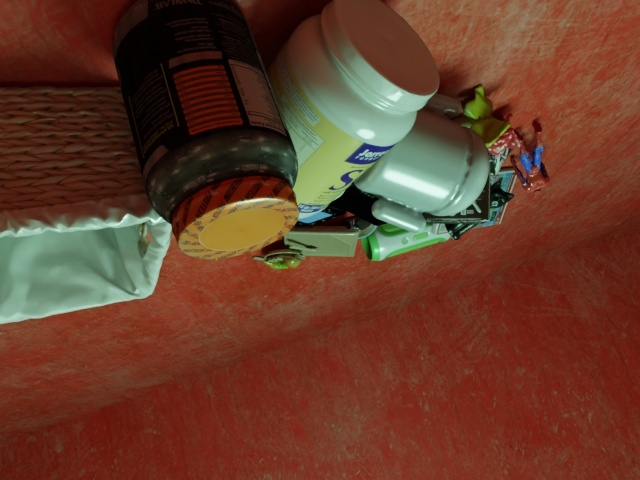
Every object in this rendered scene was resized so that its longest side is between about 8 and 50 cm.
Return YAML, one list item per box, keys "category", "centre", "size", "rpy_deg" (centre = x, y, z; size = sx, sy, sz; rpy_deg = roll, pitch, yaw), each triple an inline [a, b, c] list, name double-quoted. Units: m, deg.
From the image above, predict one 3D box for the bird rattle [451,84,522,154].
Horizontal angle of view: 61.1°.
- category: "bird rattle"
  centre: [0.368, -0.271, 1.327]
  size: [0.206, 0.143, 0.253]
  rpy_deg: [-16, 175, 22]

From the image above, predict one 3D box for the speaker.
- category: "speaker"
  centre: [0.289, -0.024, 1.794]
  size: [0.296, 0.131, 0.131]
  rpy_deg: [-16, 159, -10]

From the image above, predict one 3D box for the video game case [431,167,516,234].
- category: "video game case"
  centre: [0.492, -0.126, 1.727]
  size: [0.285, 0.025, 0.204]
  rpy_deg: [-9, 125, -27]

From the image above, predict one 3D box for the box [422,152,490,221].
- category: "box"
  centre: [0.347, -0.128, 1.398]
  size: [0.168, 0.167, 0.203]
  rpy_deg: [0, 180, 14]

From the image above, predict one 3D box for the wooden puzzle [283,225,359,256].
- category: "wooden puzzle"
  centre: [0.000, 0.000, 1.645]
  size: [0.220, 0.044, 0.239]
  rpy_deg: [2, 162, -1]

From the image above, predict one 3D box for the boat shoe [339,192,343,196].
- category: "boat shoe"
  centre: [-0.088, -0.153, 1.111]
  size: [0.306, 0.113, 0.105]
  rpy_deg: [10, 143, -8]

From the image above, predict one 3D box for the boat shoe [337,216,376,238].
- category: "boat shoe"
  centre: [0.100, -0.035, 1.679]
  size: [0.183, 0.066, 0.066]
  rpy_deg: [-33, 155, 30]

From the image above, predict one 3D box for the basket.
- category: "basket"
  centre: [-0.438, -0.052, 0.868]
  size: [0.331, 0.267, 0.328]
  rpy_deg: [-8, 156, -27]

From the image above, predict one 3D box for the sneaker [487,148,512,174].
- category: "sneaker"
  centre: [0.507, -0.246, 1.527]
  size: [0.077, 0.072, 0.178]
  rpy_deg: [-32, 164, 3]

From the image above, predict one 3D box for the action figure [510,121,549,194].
- category: "action figure"
  centre: [0.613, -0.251, 1.603]
  size: [0.091, 0.139, 0.280]
  rpy_deg: [-21, 137, 12]

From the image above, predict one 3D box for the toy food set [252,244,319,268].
- category: "toy food set"
  centre: [-0.110, 0.059, 1.679]
  size: [0.132, 0.039, 0.192]
  rpy_deg: [11, 159, -44]

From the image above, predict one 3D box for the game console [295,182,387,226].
- category: "game console"
  centre: [0.035, -0.078, 1.365]
  size: [0.213, 0.044, 0.361]
  rpy_deg: [25, 156, -32]

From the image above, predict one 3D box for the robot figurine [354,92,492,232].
- category: "robot figurine"
  centre: [0.205, -0.172, 1.147]
  size: [0.353, 0.300, 0.200]
  rpy_deg: [18, -177, -16]

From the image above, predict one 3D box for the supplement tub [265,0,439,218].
- category: "supplement tub"
  centre: [0.008, -0.214, 0.904]
  size: [0.241, 0.241, 0.331]
  rpy_deg: [-1, 153, -41]

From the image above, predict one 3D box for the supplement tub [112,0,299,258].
- category: "supplement tub"
  centre: [-0.156, -0.159, 0.754]
  size: [0.207, 0.338, 0.207]
  rpy_deg: [-17, 159, -7]

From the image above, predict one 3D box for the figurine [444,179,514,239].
- category: "figurine"
  centre: [0.418, -0.138, 1.573]
  size: [0.209, 0.092, 0.215]
  rpy_deg: [-37, 111, 24]
